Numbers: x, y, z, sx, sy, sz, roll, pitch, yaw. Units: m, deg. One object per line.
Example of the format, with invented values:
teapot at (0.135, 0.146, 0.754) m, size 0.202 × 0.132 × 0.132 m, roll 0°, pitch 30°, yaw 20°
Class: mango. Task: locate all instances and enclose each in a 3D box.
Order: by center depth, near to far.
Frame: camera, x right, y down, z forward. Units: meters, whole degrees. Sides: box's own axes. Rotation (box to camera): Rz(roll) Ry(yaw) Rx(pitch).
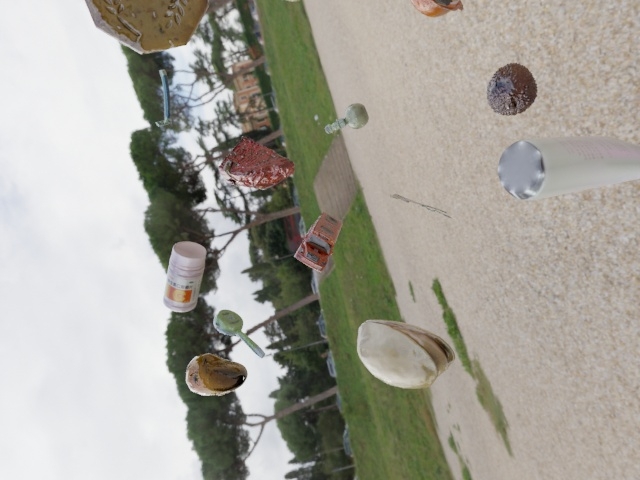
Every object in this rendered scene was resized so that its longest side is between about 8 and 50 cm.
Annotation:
mango at (-0.381, 0.491, 1.593) m, size 0.249 × 0.151 × 0.156 m, roll 11°, pitch -130°, yaw -48°

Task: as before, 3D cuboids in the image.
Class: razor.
razor at (-0.547, -0.500, 1.528) m, size 0.068 × 0.037 × 0.191 m, roll -46°, pitch -28°, yaw -57°

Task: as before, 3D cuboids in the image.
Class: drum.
drum at (-0.305, 0.360, 1.698) m, size 0.253 × 0.049 × 0.130 m, roll 33°, pitch -162°, yaw 7°

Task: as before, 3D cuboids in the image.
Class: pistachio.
pistachio at (0.207, 0.293, 1.145) m, size 0.293 × 0.162 × 0.181 m, roll 5°, pitch 119°, yaw 57°

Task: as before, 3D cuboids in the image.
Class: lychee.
lychee at (0.489, -0.389, 1.107) m, size 0.123 × 0.123 × 0.129 m, roll 52°, pitch -124°, yaw -81°

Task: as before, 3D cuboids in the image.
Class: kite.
kite at (0.283, -0.100, 1.235) m, size 0.250 × 0.229 × 0.012 m, roll 34°, pitch 111°, yaw 55°

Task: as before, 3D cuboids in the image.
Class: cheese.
cheese at (0.326, -0.823, 1.375) m, size 0.129 × 0.330 × 0.216 m, roll -45°, pitch 37°, yaw 48°

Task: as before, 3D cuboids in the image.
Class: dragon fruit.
dragon fruit at (-0.275, -0.343, 1.931) m, size 0.302 × 0.330 × 0.240 m, roll -40°, pitch -52°, yaw -56°

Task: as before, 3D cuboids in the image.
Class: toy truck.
toy truck at (0.000, 0.000, 1.468) m, size 0.108 × 0.114 × 0.252 m, roll 31°, pitch -154°, yaw -3°

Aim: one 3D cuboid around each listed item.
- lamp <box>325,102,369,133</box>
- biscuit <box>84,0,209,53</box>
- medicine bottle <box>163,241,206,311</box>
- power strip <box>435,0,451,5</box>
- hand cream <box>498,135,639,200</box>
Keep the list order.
lamp at (0.092, -0.432, 1.568) m, size 0.091 × 0.163 × 0.090 m, roll -23°, pitch -90°, yaw -79°
biscuit at (-0.510, -0.727, 1.259) m, size 0.046 × 0.359 × 0.359 m, roll -159°, pitch 51°, yaw -76°
medicine bottle at (-0.520, 0.140, 1.660) m, size 0.133 × 0.133 × 0.249 m, roll -100°, pitch 27°, yaw -63°
power strip at (0.170, -0.417, 0.680) m, size 0.111 × 0.038 × 0.029 m, roll 19°, pitch -158°, yaw -37°
hand cream at (0.536, -0.159, 0.878) m, size 0.185 × 0.359 × 0.117 m, roll -126°, pitch 32°, yaw -56°
